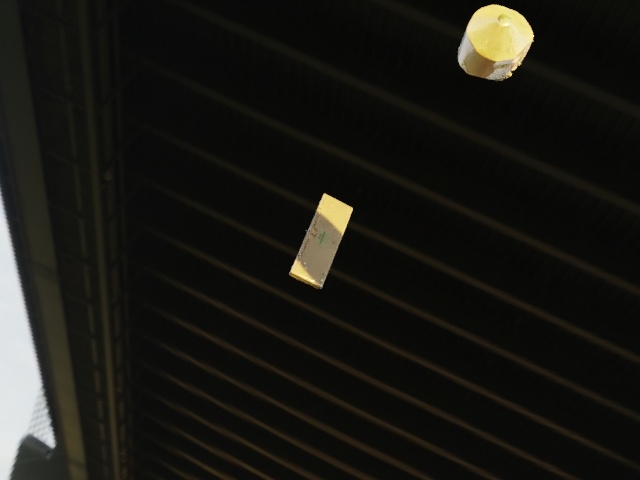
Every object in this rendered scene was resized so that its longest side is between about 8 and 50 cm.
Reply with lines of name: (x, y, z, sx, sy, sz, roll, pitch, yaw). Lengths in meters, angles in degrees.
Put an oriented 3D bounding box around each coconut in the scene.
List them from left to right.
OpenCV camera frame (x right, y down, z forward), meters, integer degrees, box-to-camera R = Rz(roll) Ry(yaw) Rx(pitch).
coconut: (0.297, -0.337, 1.537, 0.116, 0.116, 0.122, 27, -20, 6)

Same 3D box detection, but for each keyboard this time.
keyboard: (0.000, 0.000, 1.342, 0.055, 0.165, 0.017, 27, -40, -6)
